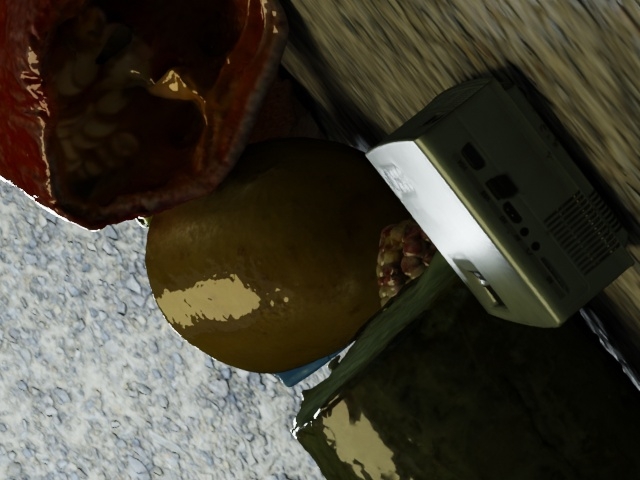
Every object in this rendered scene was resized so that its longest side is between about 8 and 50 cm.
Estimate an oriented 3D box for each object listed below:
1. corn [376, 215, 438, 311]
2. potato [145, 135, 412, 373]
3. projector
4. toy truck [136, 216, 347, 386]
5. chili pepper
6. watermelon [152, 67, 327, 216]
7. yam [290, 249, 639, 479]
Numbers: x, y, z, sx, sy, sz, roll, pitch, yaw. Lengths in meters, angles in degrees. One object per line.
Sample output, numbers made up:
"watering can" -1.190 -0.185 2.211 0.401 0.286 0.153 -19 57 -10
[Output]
"corn" 0.083 0.101 1.136 0.079 0.079 0.237 118 146 -84
"potato" 0.000 0.000 1.232 0.158 0.203 0.178 -17 75 53
"projector" 0.088 -0.020 0.839 0.115 0.061 0.147 53 175 -5
"toy truck" -0.106 -0.010 2.078 0.385 0.161 0.162 51 -176 -5
"chili pepper" -0.179 -0.145 1.254 0.229 0.251 0.305 25 -175 -28
"watermelon" -0.062 -0.038 1.404 0.128 0.231 0.146 9 151 28
"yam" 0.125 0.153 1.009 0.300 0.195 0.195 53 175 -6
